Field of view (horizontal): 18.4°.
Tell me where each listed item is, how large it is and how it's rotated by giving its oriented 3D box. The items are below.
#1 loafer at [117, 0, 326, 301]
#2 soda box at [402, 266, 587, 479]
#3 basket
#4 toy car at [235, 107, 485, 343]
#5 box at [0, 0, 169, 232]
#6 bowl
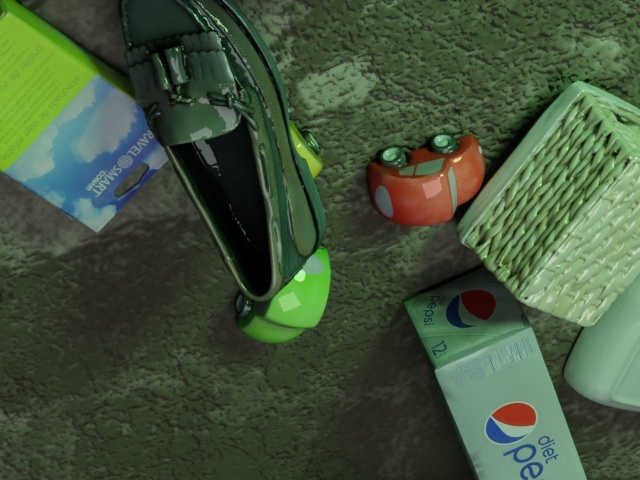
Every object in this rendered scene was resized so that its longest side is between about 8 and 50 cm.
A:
[{"bbox_3d":[-0.071,-0.075,1.414,0.096,0.084,0.267,-9,124,28],"label":"loafer"},{"bbox_3d":[0.163,0.160,1.711,0.091,0.098,0.286,-24,128,0],"label":"soda box"},{"bbox_3d":[0.210,-0.024,1.581,0.113,0.103,0.167,20,116,-42],"label":"basket"},{"bbox_3d":[0.000,0.000,1.568,0.239,0.053,0.225,12,119,-26],"label":"toy car"},{"bbox_3d":[-0.198,-0.092,1.440,0.109,0.042,0.178,-44,126,15],"label":"box"},{"bbox_3d":[0.302,0.098,1.744,0.142,0.053,0.142,13,119,-25],"label":"bowl"}]
